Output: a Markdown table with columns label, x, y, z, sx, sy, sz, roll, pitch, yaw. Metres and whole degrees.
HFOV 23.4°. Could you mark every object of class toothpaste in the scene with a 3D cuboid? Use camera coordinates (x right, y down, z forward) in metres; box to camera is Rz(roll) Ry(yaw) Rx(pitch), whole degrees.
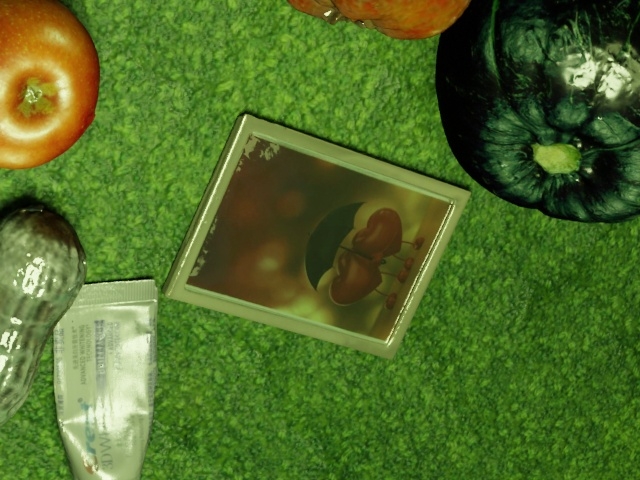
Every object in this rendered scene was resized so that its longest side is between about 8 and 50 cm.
| label | x | y | z | sx | sy | sz | roll | pitch | yaw |
| --- | --- | --- | --- | --- | --- | --- | --- | --- | --- |
| toothpaste | -0.221 | 0.178 | 1.607 | 0.099 | 0.068 | 0.283 | -17 | 115 | -47 |

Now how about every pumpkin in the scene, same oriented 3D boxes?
| label | x | y | z | sx | sy | sz | roll | pitch | yaw |
| --- | --- | --- | --- | --- | --- | --- | --- | --- | --- |
| pumpkin | 0.259 | -0.170 | 1.524 | 0.315 | 0.315 | 0.238 | 47 | 60 | -32 |

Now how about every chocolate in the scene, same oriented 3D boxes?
| label | x | y | z | sx | sy | sz | roll | pitch | yaw |
| --- | --- | --- | --- | --- | --- | --- | --- | --- | --- |
| chocolate | -0.306 | 0.081 | 1.497 | 0.110 | 0.110 | 0.248 | 25 | 101 | -30 |

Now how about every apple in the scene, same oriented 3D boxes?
| label | x | y | z | sx | sy | sz | roll | pitch | yaw |
| --- | --- | --- | --- | --- | --- | --- | --- | --- | --- |
| apple | -0.274 | -0.144 | 1.387 | 0.163 | 0.139 | 0.163 | -8 | 114 | -18 |

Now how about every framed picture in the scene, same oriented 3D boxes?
| label | x | y | z | sx | sy | sz | roll | pitch | yaw |
| --- | --- | --- | --- | --- | --- | --- | --- | --- | --- |
| framed picture | 0.000 | 0.000 | 1.643 | 0.289 | 0.020 | 0.211 | 18 | 104 | -28 |

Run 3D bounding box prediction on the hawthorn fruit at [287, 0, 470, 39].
| label | x | y | z | sx | sy | sz | roll | pitch | yaw |
| --- | --- | --- | --- | --- | --- | --- | --- | --- | --- |
| hawthorn fruit | 0.065 | -0.322 | 1.421 | 0.210 | 0.210 | 0.262 | 10 | 102 | -27 |
